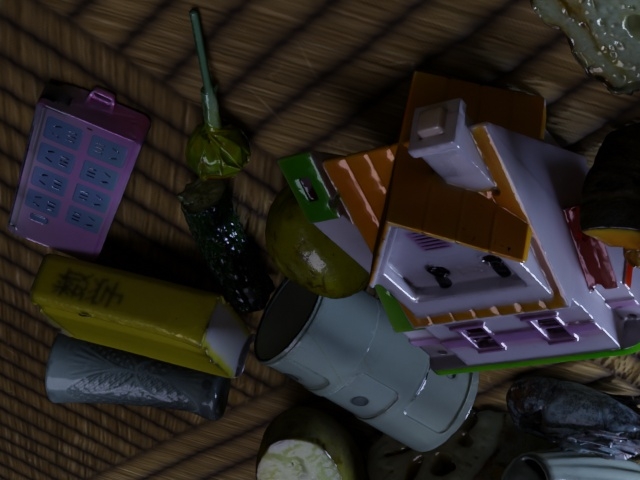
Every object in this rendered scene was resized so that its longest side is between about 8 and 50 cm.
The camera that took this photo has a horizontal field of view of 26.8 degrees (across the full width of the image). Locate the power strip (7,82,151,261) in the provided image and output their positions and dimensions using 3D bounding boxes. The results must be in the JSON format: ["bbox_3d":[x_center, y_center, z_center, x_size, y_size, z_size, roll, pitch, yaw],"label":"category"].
[{"bbox_3d":[-0.256,-0.066,1.400,0.109,0.037,0.279,22,146,-8],"label":"power strip"}]

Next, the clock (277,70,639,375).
[{"bbox_3d":[0.131,-0.022,1.183,0.235,0.166,0.309,-11,145,35],"label":"clock"}]

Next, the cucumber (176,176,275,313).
[{"bbox_3d":[-0.099,0.007,1.420,0.058,0.058,0.187,3,143,20],"label":"cucumber"}]

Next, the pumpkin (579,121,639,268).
[{"bbox_3d":[0.372,0.005,1.135,0.281,0.139,0.190,5,144,20],"label":"pumpkin"}]

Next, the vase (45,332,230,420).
[{"bbox_3d":[-0.225,0.173,1.685,0.219,0.096,0.096,8,145,9],"label":"vase"}]

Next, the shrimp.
[{"bbox_3d":[0.313,0.209,1.489,0.233,0.090,0.079,17,129,25],"label":"shrimp"}]

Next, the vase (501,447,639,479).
[{"bbox_3d":[0.294,0.295,1.546,0.128,0.128,0.248,-12,157,36],"label":"vase"}]

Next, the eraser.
[{"bbox_3d":[-0.203,0.087,1.523,0.226,0.069,0.158,12,164,16],"label":"eraser"}]

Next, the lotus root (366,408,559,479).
[{"bbox_3d":[0.168,0.293,1.658,0.235,0.138,0.119,-20,141,35],"label":"lotus root"}]

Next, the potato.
[{"bbox_3d":[-0.005,0.315,1.708,0.141,0.176,0.298,-21,140,11],"label":"potato"}]

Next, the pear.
[{"bbox_3d":[0.000,0.000,1.321,0.107,0.107,0.131,-2,133,26],"label":"pear"}]

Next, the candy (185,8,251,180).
[{"bbox_3d":[-0.103,-0.132,1.237,0.058,0.062,0.194,49,156,39],"label":"candy"}]

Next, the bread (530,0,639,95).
[{"bbox_3d":[0.213,-0.196,0.970,0.128,0.088,0.232,-5,148,43],"label":"bread"}]

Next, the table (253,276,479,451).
[{"bbox_3d":[0.050,0.127,1.463,0.220,0.126,0.126,32,144,-22],"label":"table"}]
